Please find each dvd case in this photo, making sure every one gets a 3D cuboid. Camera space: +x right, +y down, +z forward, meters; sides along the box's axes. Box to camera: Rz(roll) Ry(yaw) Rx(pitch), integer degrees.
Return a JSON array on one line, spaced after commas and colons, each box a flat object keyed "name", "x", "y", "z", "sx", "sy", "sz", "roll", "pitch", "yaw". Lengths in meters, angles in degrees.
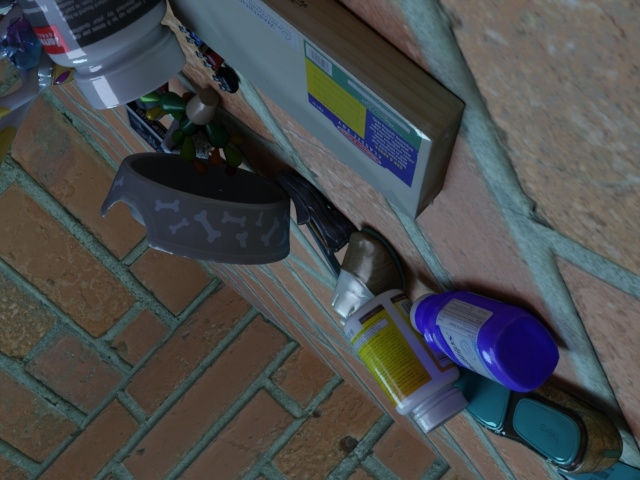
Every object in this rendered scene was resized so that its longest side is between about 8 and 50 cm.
[{"name": "dvd case", "x": -0.398, "y": -0.252, "z": 2.411, "sx": 0.179, "sy": 0.029, "sz": 0.238, "roll": 44, "pitch": 169, "yaw": 0}]

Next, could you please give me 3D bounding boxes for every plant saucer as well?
[{"name": "plant saucer", "x": 0.000, "y": 0.000, "z": 1.766, "sx": 0.192, "sy": 0.018, "sz": 0.067, "roll": 61, "pitch": 178, "yaw": 24}]

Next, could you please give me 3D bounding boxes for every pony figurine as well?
[{"name": "pony figurine", "x": -0.448, "y": -0.331, "z": 1.569, "sx": 0.351, "sy": 0.363, "sz": 0.303, "roll": 56, "pitch": -175, "yaw": 32}]

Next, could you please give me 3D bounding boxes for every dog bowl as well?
[{"name": "dog bowl", "x": -0.212, "y": -0.066, "z": 1.780, "sx": 0.348, "sy": 0.102, "sz": 0.349, "roll": 14, "pitch": -165, "yaw": -4}]

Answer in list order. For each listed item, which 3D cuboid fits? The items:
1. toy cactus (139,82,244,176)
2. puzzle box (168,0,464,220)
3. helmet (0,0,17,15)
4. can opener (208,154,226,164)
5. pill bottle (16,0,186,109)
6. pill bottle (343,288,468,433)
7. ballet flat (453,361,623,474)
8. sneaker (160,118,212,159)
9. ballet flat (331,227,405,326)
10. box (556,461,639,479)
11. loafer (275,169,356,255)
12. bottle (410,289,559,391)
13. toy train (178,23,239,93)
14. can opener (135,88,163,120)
[{"name": "toy cactus", "x": -0.209, "y": -0.211, "z": 1.716, "sx": 0.219, "sy": 0.112, "sz": 0.180, "roll": 46, "pitch": 151, "yaw": -3}, {"name": "puzzle box", "x": -0.024, "y": -0.203, "z": 1.090, "sx": 0.409, "sy": 0.052, "sz": 0.272, "roll": 41, "pitch": 169, "yaw": 11}, {"name": "helmet", "x": -0.536, "y": -0.439, "z": 1.789, "sx": 0.169, "sy": 0.161, "sz": 0.169, "roll": 43, "pitch": 171, "yaw": 8}, {"name": "can opener", "x": -0.194, "y": -0.134, "z": 2.068, "sx": 0.186, "sy": 0.073, "sz": 0.059, "roll": 30, "pitch": 125, "yaw": 41}, {"name": "pill bottle", "x": -0.284, "y": -0.310, "z": 1.190, "sx": 0.161, "sy": 0.161, "sz": 0.283, "roll": 28, "pitch": 148, "yaw": 56}, {"name": "pill bottle", "x": 0.138, "y": 0.191, "z": 1.566, "sx": 0.215, "sy": 0.117, "sz": 0.117, "roll": 56, "pitch": 174, "yaw": 16}, {"name": "ballet flat", "x": 0.320, "y": 0.253, "z": 1.506, "sx": 0.123, "sy": 0.123, "sz": 0.348, "roll": 49, "pitch": 170, "yaw": -29}, {"name": "sneaker", "x": -0.252, "y": -0.198, "z": 1.949, "sx": 0.091, "sy": 0.094, "sz": 0.258, "roll": 27, "pitch": 176, "yaw": -5}, {"name": "ballet flat", "x": 0.078, "y": 0.095, "z": 1.710, "sx": 0.116, "sy": 0.124, "sz": 0.342, "roll": 40, "pitch": 169, "yaw": 18}, {"name": "box", "x": 0.482, "y": 0.404, "z": 1.587, "sx": 0.100, "sy": 0.060, "sz": 0.244, "roll": 45, "pitch": 170, "yaw": -10}, {"name": "loafer", "x": -0.018, "y": -0.049, "z": 1.670, "sx": 0.170, "sy": 0.061, "sz": 0.062, "roll": 43, "pitch": 171, "yaw": 6}, {"name": "bottle", "x": 0.215, "y": 0.128, "z": 1.400, "sx": 0.118, "sy": 0.092, "sz": 0.283, "roll": 50, "pitch": 168, "yaw": -19}, {"name": "toy train", "x": -0.157, "y": -0.264, "z": 1.424, "sx": 0.036, "sy": 0.027, "sz": 0.158, "roll": 31, "pitch": 165, "yaw": 37}, {"name": "can opener", "x": -0.361, "y": -0.292, "z": 1.908, "sx": 0.076, "sy": 0.095, "sz": 0.283, "roll": 42, "pitch": 170, "yaw": 10}]
